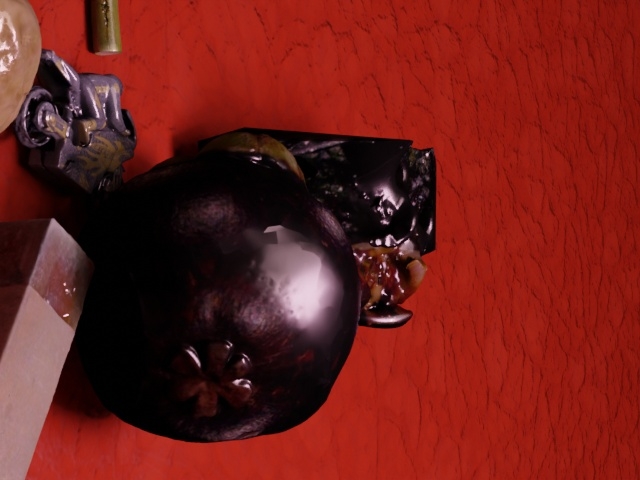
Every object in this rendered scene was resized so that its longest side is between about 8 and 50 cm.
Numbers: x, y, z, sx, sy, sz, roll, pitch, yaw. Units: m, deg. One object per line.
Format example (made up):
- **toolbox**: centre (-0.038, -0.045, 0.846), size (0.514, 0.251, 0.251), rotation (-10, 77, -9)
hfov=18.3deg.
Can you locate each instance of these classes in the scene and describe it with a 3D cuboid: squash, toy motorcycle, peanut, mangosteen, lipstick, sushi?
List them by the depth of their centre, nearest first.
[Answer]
- **peanut**: centre (-0.294, -0.198, 1.556), size (0.123, 0.123, 0.257), rotation (-55, 135, -49)
- **lipstick**: centre (-0.277, 0.155, 1.580), size (0.080, 0.076, 0.371), rotation (55, 40, -45)
- **toy motorcycle**: centre (-0.211, -0.103, 1.754), size (0.193, 0.061, 0.124), rotation (53, 48, -53)
- **mangosteen**: centre (-0.102, 0.037, 1.761), size (0.233, 0.287, 0.288), rotation (-17, 103, -24)
- **squash**: centre (-0.198, -0.214, 1.829), size (0.027, 0.027, 0.083), rotation (2, 83, -61)
- **sushi**: centre (0.000, 0.000, 2.012), size (0.227, 0.215, 0.212), rotation (21, 71, -81)
